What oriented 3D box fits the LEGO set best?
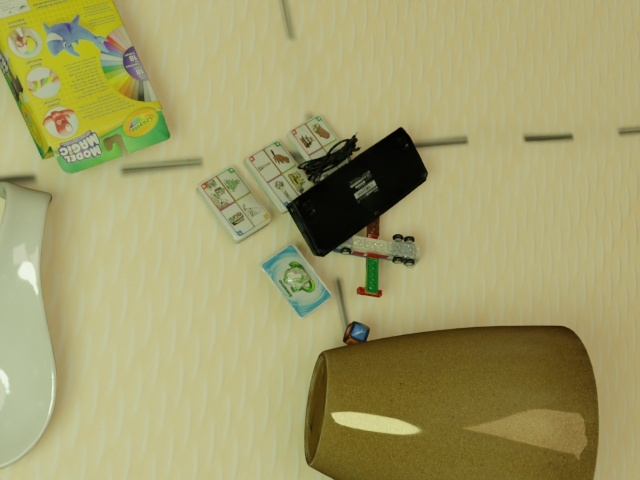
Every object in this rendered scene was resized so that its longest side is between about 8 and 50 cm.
[{"bbox_3d":[0.000,0.000,1.070,0.182,0.060,0.244,-34,82,-28],"label":"LEGO set"}]

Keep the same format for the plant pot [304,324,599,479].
[{"bbox_3d":[0.119,0.187,0.989,0.255,0.237,0.237,9,74,-9],"label":"plant pot"}]

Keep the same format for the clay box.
[{"bbox_3d":[-0.255,-0.180,0.975,0.127,0.053,0.222,-24,90,-28],"label":"clay box"}]

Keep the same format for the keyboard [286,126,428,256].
[{"bbox_3d":[0.034,-0.067,1.073,0.192,0.038,0.100,-35,107,-33],"label":"keyboard"}]

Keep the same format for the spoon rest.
[{"bbox_3d":[-0.299,0.072,0.877,0.137,0.084,0.276,14,71,-22],"label":"spoon rest"}]
